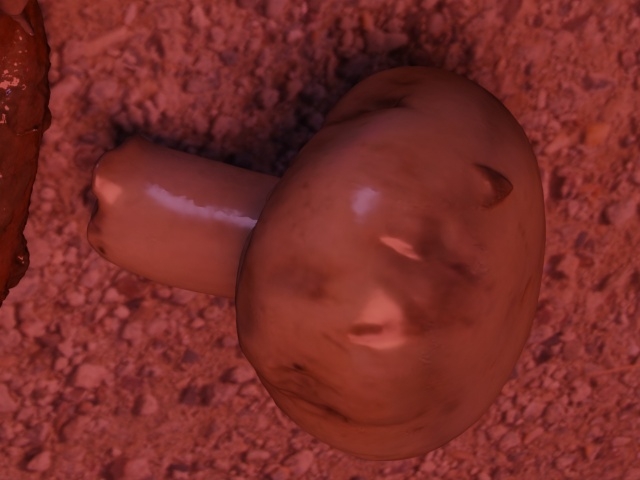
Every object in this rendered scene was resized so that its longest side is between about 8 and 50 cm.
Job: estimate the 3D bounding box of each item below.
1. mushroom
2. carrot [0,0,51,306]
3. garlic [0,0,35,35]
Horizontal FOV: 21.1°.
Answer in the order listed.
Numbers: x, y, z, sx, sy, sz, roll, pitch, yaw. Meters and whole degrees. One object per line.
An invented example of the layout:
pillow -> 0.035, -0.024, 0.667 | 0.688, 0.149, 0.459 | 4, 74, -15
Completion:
mushroom -> 0.000, 0.000, 1.291 | 0.336, 0.314, 0.314 | 18, 123, 11
carrot -> -0.249, -0.069, 1.268 | 0.102, 0.102, 0.263 | 12, 113, -21
garlic -> -0.228, -0.208, 1.157 | 0.066, 0.084, 0.152 | -43, 104, -1
